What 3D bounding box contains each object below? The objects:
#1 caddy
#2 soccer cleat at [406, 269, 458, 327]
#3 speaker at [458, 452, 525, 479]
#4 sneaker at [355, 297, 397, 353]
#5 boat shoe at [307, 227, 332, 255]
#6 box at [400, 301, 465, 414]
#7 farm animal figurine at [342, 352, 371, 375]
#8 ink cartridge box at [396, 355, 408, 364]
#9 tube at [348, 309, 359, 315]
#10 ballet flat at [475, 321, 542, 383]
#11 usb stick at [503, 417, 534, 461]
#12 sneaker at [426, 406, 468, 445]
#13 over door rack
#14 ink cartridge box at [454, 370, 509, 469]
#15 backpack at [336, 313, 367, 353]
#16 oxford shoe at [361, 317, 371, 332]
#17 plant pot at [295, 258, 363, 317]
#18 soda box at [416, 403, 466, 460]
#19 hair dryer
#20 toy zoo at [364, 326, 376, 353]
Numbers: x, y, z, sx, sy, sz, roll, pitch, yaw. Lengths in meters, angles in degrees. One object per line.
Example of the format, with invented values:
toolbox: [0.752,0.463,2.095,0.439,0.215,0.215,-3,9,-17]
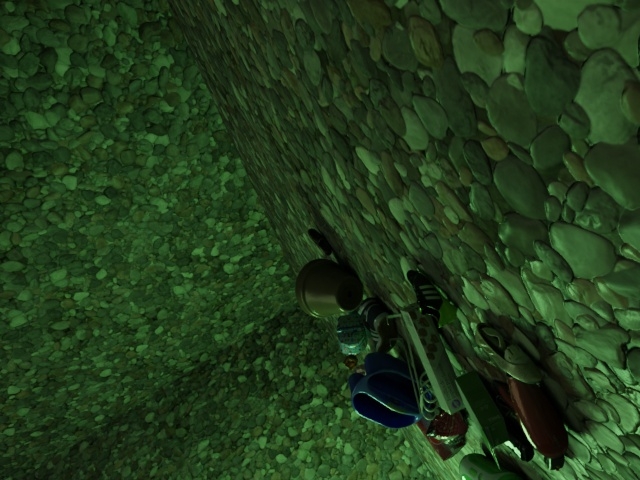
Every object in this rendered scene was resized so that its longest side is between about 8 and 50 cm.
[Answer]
caddy: [0.271,0.599,1.687,0.341,0.241,0.179,30,-164,-19]
soccer cleat: [0.266,0.141,1.084,0.179,0.072,0.060,49,165,40]
speaker: [0.558,0.783,1.392,0.131,0.131,0.296,57,169,9]
sneaker: [0.224,0.340,1.729,0.153,0.099,0.282,46,159,39]
boat shoe: [0.000,0.000,1.934,0.152,0.056,0.049,47,162,9]
box: [0.329,0.337,1.248,0.067,0.063,0.324,159,88,-80]
farm animal figurine: [0.292,0.672,2.201,0.327,0.172,0.330,50,166,-28]
ink cartridge box: [0.350,0.591,1.871,0.090,0.092,0.143,46,164,48]
tube: [0.145,0.346,2.235,0.207,0.052,0.080,55,165,43]
ballet flat: [0.376,0.225,0.881,0.168,0.057,0.052,40,149,58]
usb stick: [0.473,0.495,1.200,0.278,0.045,0.077,37,147,63]
sneaker: [0.475,0.671,1.544,0.112,0.121,0.299,25,159,12]
over door rack: [0.340,0.430,1.503,0.240,0.108,0.324,74,176,-52]
ink cartridge box: [0.427,0.456,1.106,0.209,0.062,0.109,-108,-7,-57]
backpack: [0.152,0.457,2.080,0.173,0.158,0.117,-77,-26,-48]
oxford shoe: [0.231,0.363,1.846,0.212,0.076,0.076,60,180,-3]
plant pot: [0.058,0.213,1.846,0.229,0.263,0.263,1,124,55]
soda box: [0.458,0.749,1.754,0.083,0.092,0.263,13,-150,-47]
hair dryer: [0.437,0.375,0.945,0.223,0.080,0.294,48,164,45]
toy zoo: [0.242,0.476,1.916,0.293,0.030,0.192,-100,-9,-48]
